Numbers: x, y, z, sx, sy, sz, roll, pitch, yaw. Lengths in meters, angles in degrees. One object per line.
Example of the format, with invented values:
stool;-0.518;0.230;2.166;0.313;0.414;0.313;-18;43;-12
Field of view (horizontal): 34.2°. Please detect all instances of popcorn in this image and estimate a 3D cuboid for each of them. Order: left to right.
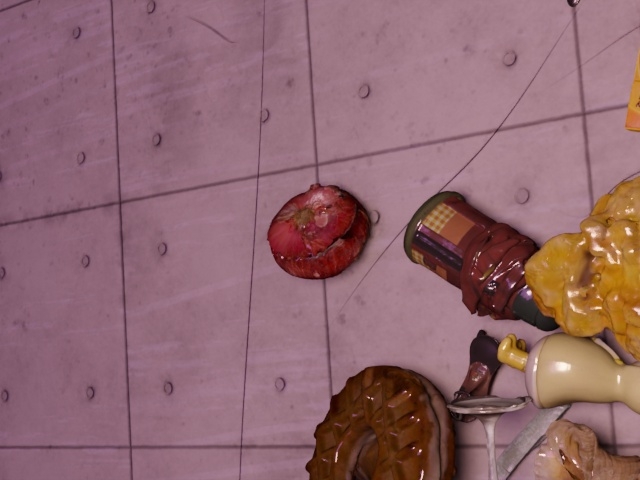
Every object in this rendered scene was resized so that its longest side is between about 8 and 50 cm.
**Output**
popcorn;0.441;0.037;1.390;0.332;0.225;0.264;1;80;21

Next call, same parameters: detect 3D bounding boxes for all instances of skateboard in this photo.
skateboard;0.242;0.218;1.621;0.067;0.080;0.151;25;103;28

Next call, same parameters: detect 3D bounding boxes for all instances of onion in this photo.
onion;0.000;0.000;1.783;0.184;0.147;0.184;-9;45;9

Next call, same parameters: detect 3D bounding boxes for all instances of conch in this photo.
conch;0.428;0.394;1.423;0.263;0.186;0.324;-61;35;33

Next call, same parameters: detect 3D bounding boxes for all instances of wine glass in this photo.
wine glass;0.247;0.340;1.479;0.156;0.156;0.232;-5;89;35

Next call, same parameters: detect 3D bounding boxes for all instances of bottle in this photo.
bottle;0.260;0.046;1.589;0.271;0.156;0.143;36;75;31

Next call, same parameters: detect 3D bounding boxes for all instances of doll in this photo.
doll;0.404;0.190;1.484;0.296;0.141;0.117;2;71;24

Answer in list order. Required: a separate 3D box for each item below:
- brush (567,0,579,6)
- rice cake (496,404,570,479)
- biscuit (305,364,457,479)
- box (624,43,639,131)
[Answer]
brush;0.392;-0.400;1.600;0.024;0.008;0.083;8;92;39
rice cake;0.320;0.303;1.593;0.033;0.029;0.170;46;111;25
biscuit;0.090;0.356;1.635;0.332;0.103;0.332;-40;39;43
box;0.531;-0.281;1.472;0.152;0.043;0.269;12;94;36
